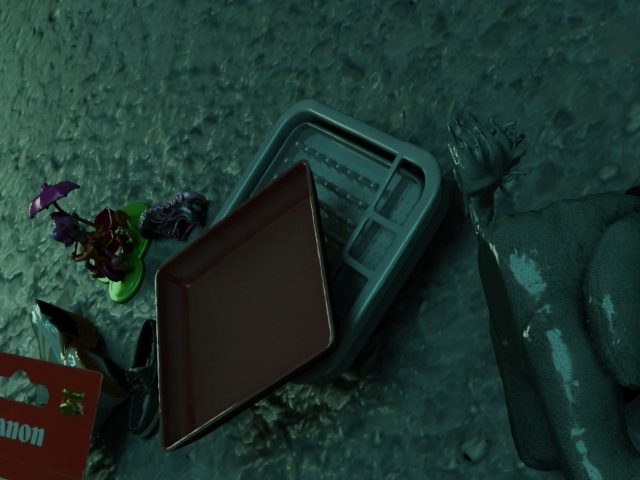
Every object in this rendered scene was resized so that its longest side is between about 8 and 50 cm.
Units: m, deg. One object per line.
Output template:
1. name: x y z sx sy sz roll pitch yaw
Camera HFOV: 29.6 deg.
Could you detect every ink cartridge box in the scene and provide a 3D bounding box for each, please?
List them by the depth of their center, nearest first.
1. ink cartridge box: -0.447 0.331 1.538 0.308 0.091 0.384 6 81 35

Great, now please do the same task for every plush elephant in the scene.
1. plush elephant: 0.265 0.029 0.969 0.256 0.272 0.329 -15 84 -3

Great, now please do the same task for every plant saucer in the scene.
1. plant saucer: -0.078 0.077 1.330 0.258 0.048 0.259 -36 42 28

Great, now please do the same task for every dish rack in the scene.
1. dish rack: 0.000 0.000 1.388 0.285 0.072 0.333 -58 38 1

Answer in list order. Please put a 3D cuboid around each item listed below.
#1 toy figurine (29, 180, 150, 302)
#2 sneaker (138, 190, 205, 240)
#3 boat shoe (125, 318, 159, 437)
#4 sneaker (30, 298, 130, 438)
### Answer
1. toy figurine: -0.332 -0.012 1.686 0.130 0.159 0.173 -37 43 25
2. sneaker: -0.204 -0.022 1.652 0.119 0.047 0.057 -28 59 35
3. boat shoe: -0.223 0.172 1.532 0.056 0.049 0.152 -17 54 40
4. sneaker: -0.353 0.177 1.639 0.121 0.099 0.262 -57 37 9
